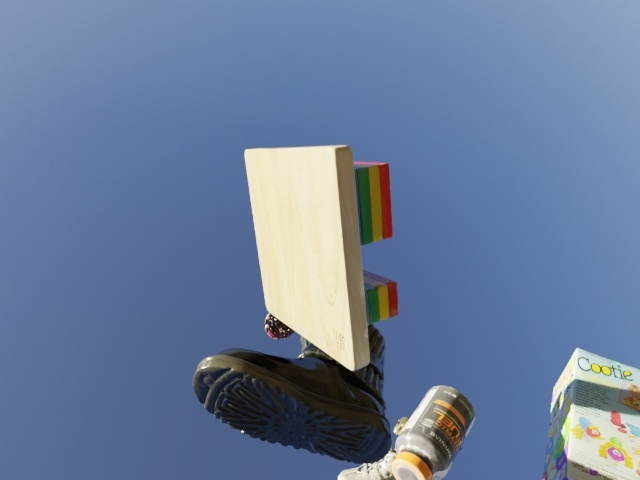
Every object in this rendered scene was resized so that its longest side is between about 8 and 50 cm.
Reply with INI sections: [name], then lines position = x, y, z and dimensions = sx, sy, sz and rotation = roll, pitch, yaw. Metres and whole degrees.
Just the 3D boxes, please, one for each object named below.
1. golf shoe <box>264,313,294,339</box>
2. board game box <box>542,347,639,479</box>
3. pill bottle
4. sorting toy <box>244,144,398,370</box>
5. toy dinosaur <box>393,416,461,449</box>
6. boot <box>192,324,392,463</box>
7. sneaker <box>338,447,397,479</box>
[golf shoe]
position = -0.027, 0.099, 0.850
dimensions = 0.067, 0.186, 0.086
rotation = 47, -165, -3
[board game box]
position = 0.501, 0.360, 0.831
dimensions = 0.144, 0.142, 0.275
rotation = 18, -138, 20
[pill bottle]
position = 0.262, 0.468, 1.092
dimensions = 0.130, 0.130, 0.245
rotation = 45, -136, 10
[sorting toy]
position = 0.000, 0.000, 0.629
dimensions = 0.089, 0.255, 0.257
rotation = -14, -74, -28
[toy dinosaur]
position = 0.337, 0.538, 1.318
dimensions = 0.268, 0.118, 0.064
rotation = 15, -88, -31
[boot]
position = -0.034, 0.220, 0.819
dimensions = 0.348, 0.131, 0.260
rotation = 27, -151, -14
[sneaker]
position = 0.185, 0.623, 1.283
dimensions = 0.281, 0.105, 0.115
rotation = -10, -89, -1
